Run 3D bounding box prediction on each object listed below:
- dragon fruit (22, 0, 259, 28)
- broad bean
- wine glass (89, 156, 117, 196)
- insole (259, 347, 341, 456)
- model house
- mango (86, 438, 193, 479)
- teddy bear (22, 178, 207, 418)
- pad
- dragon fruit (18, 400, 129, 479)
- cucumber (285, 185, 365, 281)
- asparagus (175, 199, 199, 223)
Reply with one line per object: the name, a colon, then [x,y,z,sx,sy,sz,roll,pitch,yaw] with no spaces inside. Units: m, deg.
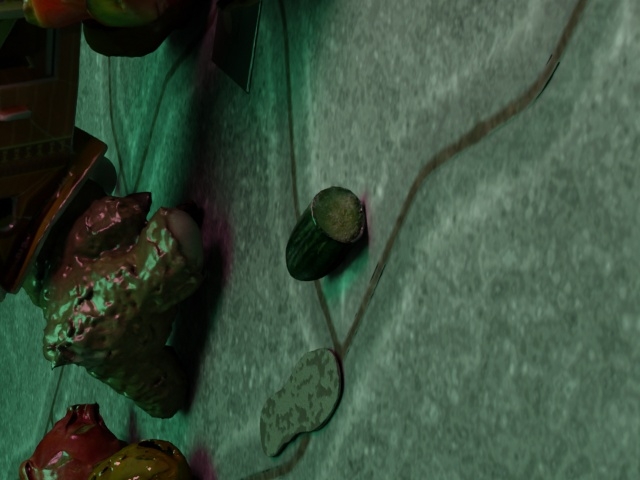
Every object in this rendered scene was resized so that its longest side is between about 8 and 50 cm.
dragon fruit: [-0.157,-0.298,1.387,0.226,0.305,0.305,110,153,-44]
broad bean: [-0.192,-0.273,1.720,0.228,0.122,0.156,154,122,-63]
wine glass: [-0.265,-0.014,1.928,0.202,0.093,0.093,-114,33,-51]
insole: [-0.018,0.136,1.377,0.193,0.006,0.065,131,137,-59]
model house: [-0.391,-0.116,1.549,0.300,0.340,0.324,28,121,39]
mango: [-0.186,0.310,1.642,0.156,0.151,0.249,35,120,30]
teddy bear: [-0.231,0.034,1.682,0.256,0.156,0.267,-124,33,-43]
pad: [-0.074,-0.247,1.572,0.127,0.004,0.190,-134,50,-62]
dragon fruit: [-0.273,0.264,1.864,0.136,0.133,0.166,128,139,-68]
cucumber: [0.000,0.000,1.291,0.105,0.048,0.048,125,142,-58]
asparagus: [-0.155,-0.002,1.720,0.165,0.030,0.036,127,140,-56]
